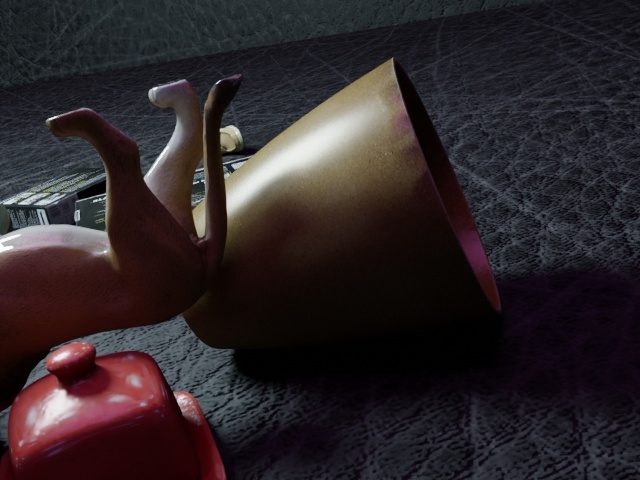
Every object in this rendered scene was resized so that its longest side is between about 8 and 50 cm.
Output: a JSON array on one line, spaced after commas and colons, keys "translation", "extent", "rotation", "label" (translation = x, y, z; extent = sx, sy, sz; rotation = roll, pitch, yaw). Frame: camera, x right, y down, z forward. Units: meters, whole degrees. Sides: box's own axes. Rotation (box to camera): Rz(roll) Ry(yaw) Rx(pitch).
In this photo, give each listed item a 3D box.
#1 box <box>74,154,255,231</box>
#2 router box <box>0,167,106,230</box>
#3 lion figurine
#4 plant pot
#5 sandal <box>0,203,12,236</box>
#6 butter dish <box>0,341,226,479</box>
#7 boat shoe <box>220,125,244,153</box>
[{"translation": [-0.136, -0.024, 1.070], "extent": [0.322, 0.079, 0.257], "rotation": [-16, 23, -12], "label": "box"}, {"translation": [-0.398, -0.067, 1.363], "extent": [0.133, 0.046, 0.179], "rotation": [3, 25, 36], "label": "router box"}, {"translation": [-0.213, 0.031, 0.685], "extent": [0.392, 0.240, 0.142], "rotation": [-17, 12, 6], "label": "lion figurine"}, {"translation": [0.000, 0.000, 0.777], "extent": [0.254, 0.237, 0.237], "rotation": [-23, 18, 15], "label": "plant pot"}, {"translation": [-0.418, 0.066, 0.961], "extent": [0.120, 0.086, 0.303], "rotation": [17, 36, -6], "label": "sandal"}, {"translation": [-0.165, 0.129, 0.626], "extent": [0.160, 0.118, 0.160], "rotation": [-16, 21, -14], "label": "butter dish"}, {"translation": [-0.177, -0.171, 1.521], "extent": [0.045, 0.050, 0.135], "rotation": [-27, 15, -27], "label": "boat shoe"}]
